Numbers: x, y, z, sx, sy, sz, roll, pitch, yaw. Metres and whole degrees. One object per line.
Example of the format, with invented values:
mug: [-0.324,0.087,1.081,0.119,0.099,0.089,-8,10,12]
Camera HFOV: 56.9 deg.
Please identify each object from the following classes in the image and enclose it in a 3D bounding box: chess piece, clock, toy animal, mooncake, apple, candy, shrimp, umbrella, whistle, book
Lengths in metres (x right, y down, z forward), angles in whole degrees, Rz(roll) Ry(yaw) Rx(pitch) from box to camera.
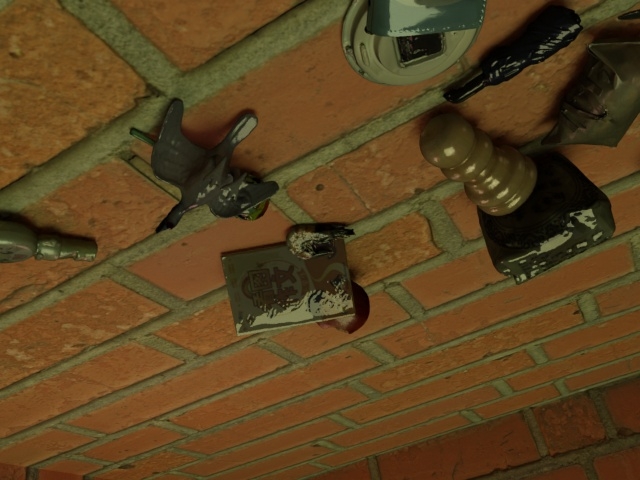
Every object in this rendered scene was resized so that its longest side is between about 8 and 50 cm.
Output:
chess piece: [0.300,-0.162,1.165,0.260,0.143,0.142,28,130,-34]
clock: [0.151,-0.325,0.934,0.236,0.053,0.236,-7,145,-5]
toy animal: [-0.204,-0.117,1.040,0.239,0.256,0.176,42,163,-33]
mooncake: [0.459,-0.060,1.251,0.254,0.250,0.136,-31,123,19]
apple: [0.040,0.158,1.523,0.158,0.156,0.147,32,120,-28]
candy: [-0.223,-0.124,1.110,0.305,0.083,0.091,28,125,-34]
shrimp: [0.000,0.000,1.367,0.160,0.034,0.091,-6,123,-7]
umbrella: [0.324,-0.306,1.012,0.070,0.071,0.248,21,139,-39]
whistle: [-0.584,0.007,1.188,0.257,0.067,0.126,8,155,-34]
book: [-0.074,0.108,1.413,0.295,0.020,0.208,-10,105,-2]

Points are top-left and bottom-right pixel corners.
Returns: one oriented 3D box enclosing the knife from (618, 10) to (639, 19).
knife: [0.591,-0.392,1.007,0.170,0.010,0.023,-9,147,-1]

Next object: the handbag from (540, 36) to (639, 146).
handbag: [0.525,-0.265,1.086,0.182,0.117,0.270,1,146,-5]

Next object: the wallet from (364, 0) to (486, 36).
wallet: [0.149,-0.400,0.770,0.176,0.075,0.251,-7,133,-7]
